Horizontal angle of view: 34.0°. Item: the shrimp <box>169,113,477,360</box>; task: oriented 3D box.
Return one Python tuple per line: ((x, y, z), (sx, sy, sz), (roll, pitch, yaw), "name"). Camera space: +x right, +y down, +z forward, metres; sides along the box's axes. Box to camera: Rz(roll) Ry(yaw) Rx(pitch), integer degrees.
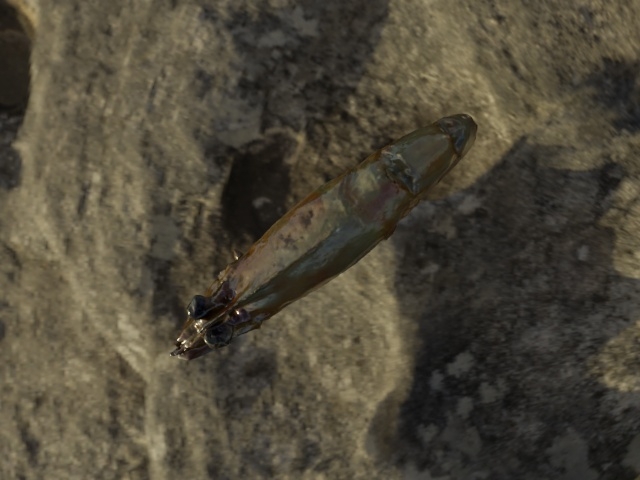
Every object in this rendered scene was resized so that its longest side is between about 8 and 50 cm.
((0.001, 0.001, 0.803), (0.294, 0.154, 0.062), (-34, 85, 7), "shrimp")
